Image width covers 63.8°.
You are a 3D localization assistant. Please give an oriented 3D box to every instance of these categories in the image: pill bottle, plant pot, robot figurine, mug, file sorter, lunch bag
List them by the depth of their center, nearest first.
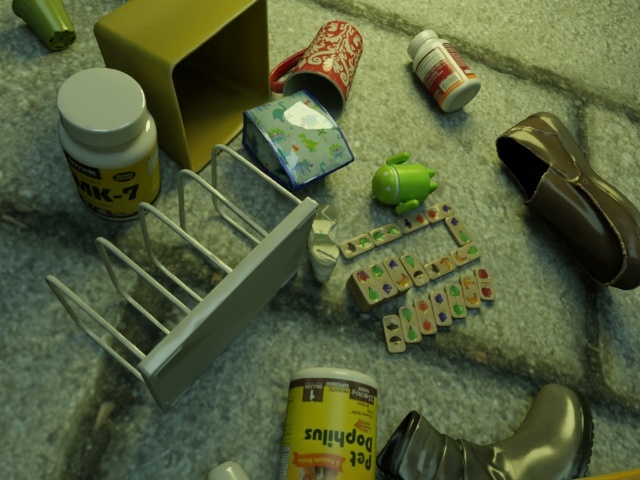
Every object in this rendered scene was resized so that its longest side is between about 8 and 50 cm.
[{"bbox_3d":[-0.115,0.306,0.616,0.078,0.062,0.064,-19,63,-29],"label":"mug"},{"bbox_3d":[0.009,0.273,0.628,0.117,0.117,0.215,10,62,-9],"label":"pill bottle"},{"bbox_3d":[-0.164,0.039,0.661,0.173,0.193,0.278,38,62,10],"label":"file sorter"},{"bbox_3d":[-0.282,-0.123,0.697,0.119,0.208,0.119,6,63,-11],"label":"pill bottle"},{"bbox_3d":[-0.216,-0.275,0.802,0.187,0.212,0.212,31,61,15],"label":"plant pot"},{"bbox_3d":[-0.037,-0.156,0.841,0.129,0.096,0.151,-30,65,-25],"label":"lunch bag"},{"bbox_3d":[-0.450,-0.365,0.855,0.083,0.083,0.079,-33,89,-26],"label":"plant pot"},{"bbox_3d":[0.139,-0.096,0.872,0.115,0.067,0.101,-4,78,-16],"label":"robot figurine"},{"bbox_3d":[-0.003,-0.315,0.922,0.150,0.113,0.169,24,58,-4],"label":"mug"},{"bbox_3d":[0.237,-0.333,1.003,0.086,0.086,0.152,-23,72,-23],"label":"pill bottle"}]

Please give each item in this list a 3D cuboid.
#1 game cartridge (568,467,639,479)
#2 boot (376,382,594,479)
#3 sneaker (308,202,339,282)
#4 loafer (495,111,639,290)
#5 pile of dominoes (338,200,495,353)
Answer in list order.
[{"bbox_3d":[0.354,0.445,0.595,0.285,0.052,0.324,4,79,-24],"label":"game cartridge"},{"bbox_3d":[0.209,0.287,0.681,0.223,0.118,0.338,32,57,9],"label":"boot"},{"bbox_3d":[0.000,0.000,0.801,0.053,0.061,0.152,5,44,-3],"label":"sneaker"},{"bbox_3d":[0.421,-0.065,0.906,0.130,0.134,0.366,-14,59,-16],"label":"loafer"},{"bbox_3d":[0.167,0.046,0.826,0.251,0.040,0.196,-22,71,-22],"label":"pile of dominoes"}]
